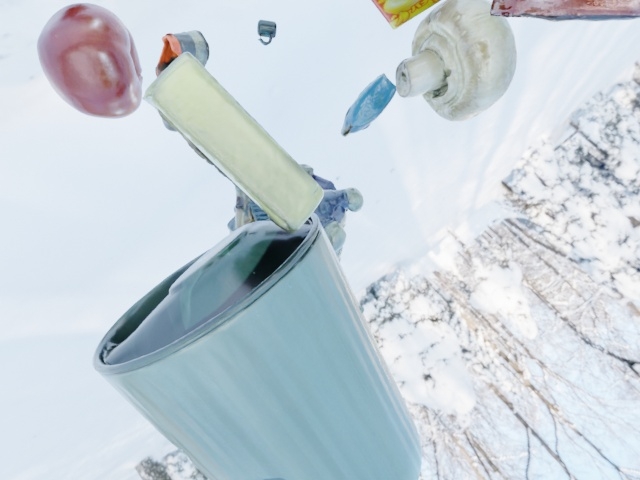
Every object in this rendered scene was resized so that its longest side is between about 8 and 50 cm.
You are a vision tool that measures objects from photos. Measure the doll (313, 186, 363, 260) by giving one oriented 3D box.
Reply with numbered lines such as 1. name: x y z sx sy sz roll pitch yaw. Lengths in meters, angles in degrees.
1. doll: 0.000 0.000 0.981 0.259 0.153 0.228 96 14 -48

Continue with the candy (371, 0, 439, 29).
1. candy: 0.137 -0.500 0.730 0.146 0.088 0.276 -22 172 28

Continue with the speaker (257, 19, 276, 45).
1. speaker: -0.208 -0.809 1.607 0.075 0.095 0.060 3 152 -10

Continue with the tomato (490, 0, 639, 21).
1. tomato: 0.303 -0.308 0.490 0.173 0.166 0.082 -4 123 0

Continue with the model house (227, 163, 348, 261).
1. model house: -0.097 -0.079 1.219 0.312 0.245 0.281 -4 114 -32

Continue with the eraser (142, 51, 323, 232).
1. eraser: -0.080 -0.088 0.403 0.058 0.172 0.117 -48 -162 -4

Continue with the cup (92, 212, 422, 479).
1. cup: -0.078 0.181 0.604 0.310 0.393 0.400 -35 -162 -18

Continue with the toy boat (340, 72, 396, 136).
1. toy boat: 0.120 -0.343 1.072 0.186 0.075 0.077 -51 -172 4

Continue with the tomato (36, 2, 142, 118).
1. tomato: -0.605 -0.469 1.095 0.226 0.299 0.299 -6 155 -13

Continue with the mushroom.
1. mushroom: 0.274 -0.367 0.885 0.234 0.254 0.260 -28 127 -7

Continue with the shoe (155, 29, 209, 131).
1. shoe: -0.268 -0.287 0.753 0.077 0.074 0.195 -23 152 -51
